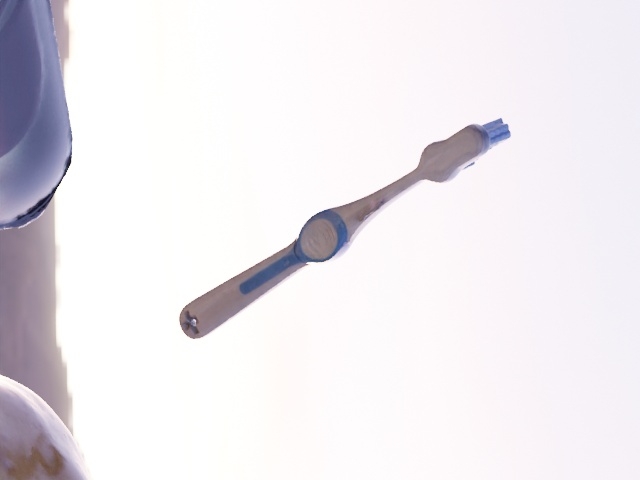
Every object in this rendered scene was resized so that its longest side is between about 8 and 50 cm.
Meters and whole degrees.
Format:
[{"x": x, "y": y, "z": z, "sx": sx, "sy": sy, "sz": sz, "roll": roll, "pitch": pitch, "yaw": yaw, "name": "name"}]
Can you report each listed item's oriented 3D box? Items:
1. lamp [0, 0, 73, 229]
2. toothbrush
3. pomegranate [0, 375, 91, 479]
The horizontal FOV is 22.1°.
[{"x": -0.242, "y": -0.089, "z": 0.577, "sx": 0.124, "sy": 0.283, "sz": 0.203, "roll": -75, "pitch": 170, "yaw": -60, "name": "lamp"}, {"x": -0.003, "y": 0.002, "z": 1.174, "sx": 0.386, "sy": 0.040, "sz": 0.040, "roll": -33, "pitch": -125, "yaw": 46, "name": "toothbrush"}, {"x": -0.351, "y": 0.255, "z": 1.179, "sx": 0.410, "sy": 0.410, "sz": 0.410, "roll": 179, "pitch": -90, "yaw": -78, "name": "pomegranate"}]
